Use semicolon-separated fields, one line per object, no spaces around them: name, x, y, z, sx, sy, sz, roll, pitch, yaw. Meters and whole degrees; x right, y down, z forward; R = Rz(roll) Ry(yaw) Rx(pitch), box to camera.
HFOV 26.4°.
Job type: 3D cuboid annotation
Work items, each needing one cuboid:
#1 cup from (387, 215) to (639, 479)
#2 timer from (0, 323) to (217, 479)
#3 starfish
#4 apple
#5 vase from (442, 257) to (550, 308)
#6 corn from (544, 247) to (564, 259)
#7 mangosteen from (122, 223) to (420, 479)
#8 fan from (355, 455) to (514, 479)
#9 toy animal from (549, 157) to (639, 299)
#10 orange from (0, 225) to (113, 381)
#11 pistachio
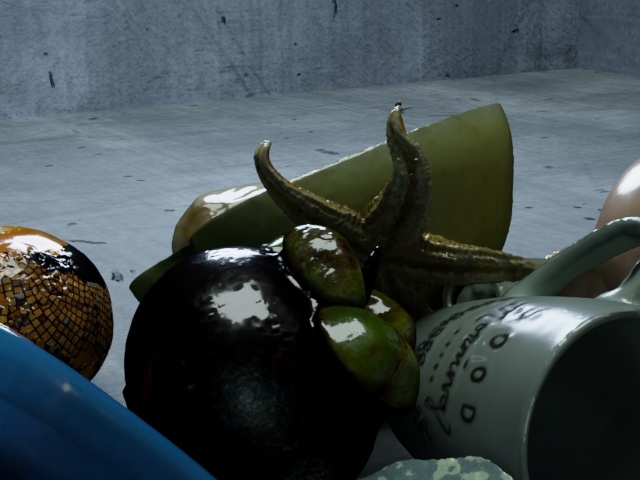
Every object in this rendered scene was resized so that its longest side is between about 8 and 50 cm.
cup;0.179;0.096;1.052;0.186;0.258;0.234;32;-9;-27
timer;-0.234;0.130;0.888;0.309;0.115;0.340;10;-25;37
starfish;0.064;-0.012;1.101;0.138;0.247;0.050;-34;32;25
apple;0.000;0.000;1.319;0.311;0.320;0.360;26;33;34
vase;0.207;0.072;1.272;0.128;0.128;0.248;12;-2;42
corn;0.317;0.065;1.478;0.101;0.101;0.291;-5;11;-18
mangosteen;-0.038;0.101;1.045;0.243;0.243;0.243;-1;14;0
fan;0.068;0.205;0.916;0.240;0.131;0.009;-7;-35;32
toy animal;0.357;0.038;1.172;0.269;0.237;0.326;37;-5;16
orange;-0.314;0.078;1.317;0.234;0.182;0.234;-4;1;0
pistachio;-0.074;-0.001;1.694;0.237;0.138;0.153;-8;-19;-30
